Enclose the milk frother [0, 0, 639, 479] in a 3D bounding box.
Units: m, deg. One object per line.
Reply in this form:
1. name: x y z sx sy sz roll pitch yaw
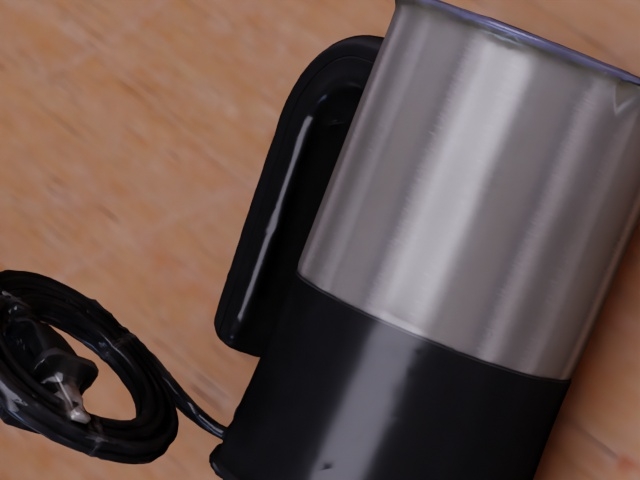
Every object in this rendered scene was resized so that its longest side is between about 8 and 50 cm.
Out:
1. milk frother: 0.000 0.000 0.494 0.129 0.143 0.135 24 96 35
